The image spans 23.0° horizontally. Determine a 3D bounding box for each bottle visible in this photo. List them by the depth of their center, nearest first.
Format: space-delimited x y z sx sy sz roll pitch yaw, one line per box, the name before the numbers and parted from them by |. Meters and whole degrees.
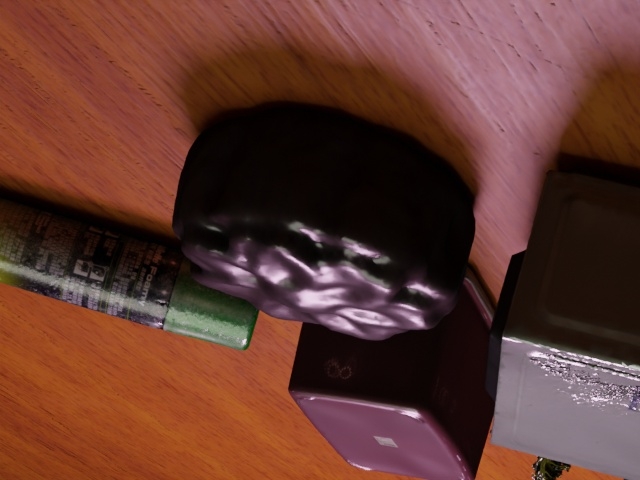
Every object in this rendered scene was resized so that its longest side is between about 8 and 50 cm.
bottle | -0.227 0.037 1.746 0.330 0.093 0.093 17 158 -1

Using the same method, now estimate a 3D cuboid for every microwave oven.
microwave oven | 0.275 0.082 1.399 0.237 0.181 0.295 14 157 11

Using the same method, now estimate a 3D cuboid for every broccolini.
broccolini | 0.307 0.280 2.030 0.052 0.054 0.194 33 157 8

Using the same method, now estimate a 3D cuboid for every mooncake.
mooncake | 0.000 0.000 1.454 0.283 0.141 0.283 15 160 6

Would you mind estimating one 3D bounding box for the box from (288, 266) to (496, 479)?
box | 0.087 0.141 1.687 0.193 0.167 0.294 4 155 22
